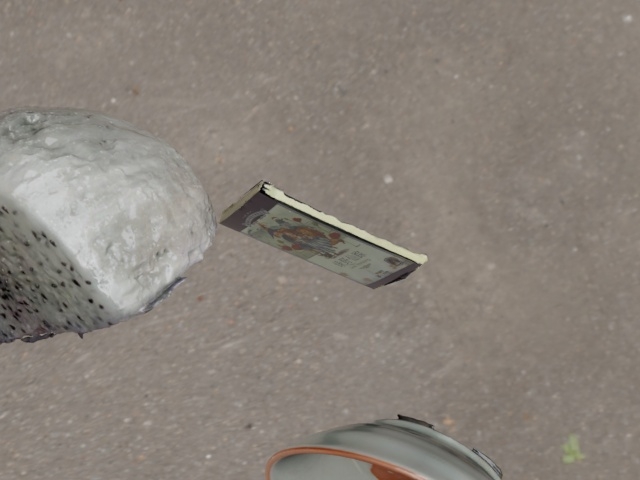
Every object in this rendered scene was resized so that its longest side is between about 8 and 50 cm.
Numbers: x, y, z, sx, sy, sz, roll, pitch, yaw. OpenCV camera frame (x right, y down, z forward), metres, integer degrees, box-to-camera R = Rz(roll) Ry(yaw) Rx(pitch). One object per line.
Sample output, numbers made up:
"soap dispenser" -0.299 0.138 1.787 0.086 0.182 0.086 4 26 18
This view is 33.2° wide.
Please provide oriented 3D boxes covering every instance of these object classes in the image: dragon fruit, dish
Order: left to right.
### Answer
"dragon fruit" -0.246 -0.038 1.017 0.221 0.282 0.204 -41 112 -39
"dish" 0.084 0.227 0.946 0.260 0.260 0.085 40 56 -13

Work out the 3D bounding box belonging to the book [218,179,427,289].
"book" 0.000 0.001 1.341 0.231 0.157 0.026 24 69 -16
